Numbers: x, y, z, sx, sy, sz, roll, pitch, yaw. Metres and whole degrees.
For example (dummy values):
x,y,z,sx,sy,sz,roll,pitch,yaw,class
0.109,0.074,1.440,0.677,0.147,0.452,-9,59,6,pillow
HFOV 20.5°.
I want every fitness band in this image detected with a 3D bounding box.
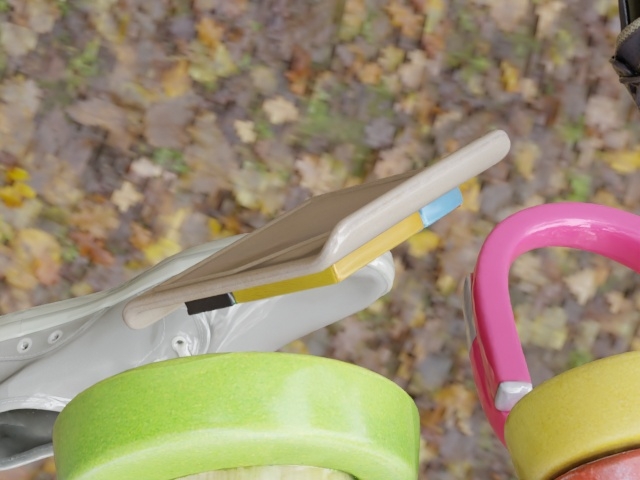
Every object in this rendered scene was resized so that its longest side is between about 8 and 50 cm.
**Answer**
x,y,z,sx,sy,sz,roll,pitch,yaw,class
0.218,0.077,1.338,0.209,0.290,0.054,2,131,-7,fitness band

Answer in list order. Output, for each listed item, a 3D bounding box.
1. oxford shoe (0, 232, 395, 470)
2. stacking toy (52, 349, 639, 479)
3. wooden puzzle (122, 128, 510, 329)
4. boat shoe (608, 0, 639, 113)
x,y,z,sx,sy,sz,roll,pitch,yaw,class
-0.137,0.103,1.562,0.449,0.130,0.169,-19,147,17,oxford shoe
0.030,0.156,0.675,0.280,0.309,0.130,4,60,-15,stacking toy
0.000,0.000,1.288,0.221,0.239,0.044,-31,98,-45,wooden puzzle
0.232,-0.121,1.142,0.092,0.103,0.285,13,62,-22,boat shoe
